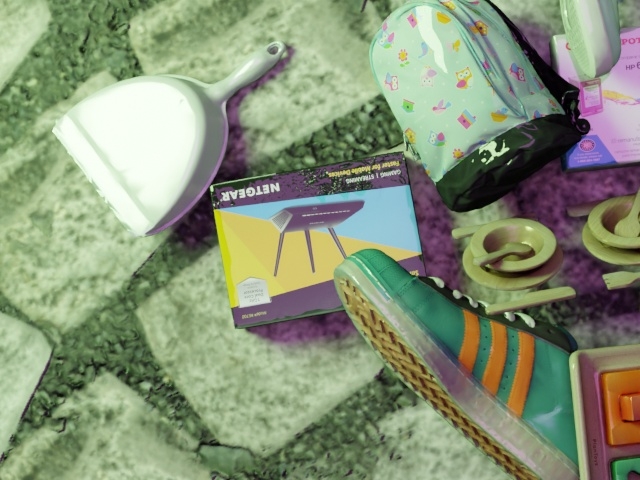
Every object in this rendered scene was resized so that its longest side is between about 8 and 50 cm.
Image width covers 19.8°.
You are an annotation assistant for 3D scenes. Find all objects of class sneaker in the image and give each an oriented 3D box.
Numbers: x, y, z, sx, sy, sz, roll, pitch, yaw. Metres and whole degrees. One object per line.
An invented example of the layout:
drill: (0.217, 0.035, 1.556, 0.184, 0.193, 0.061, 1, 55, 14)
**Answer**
sneaker: (0.282, -0.263, 1.601, 0.151, 0.094, 0.256, -1, 68, 2)
sneaker: (0.144, 0.098, 1.611, 0.302, 0.108, 0.121, 44, 75, -11)

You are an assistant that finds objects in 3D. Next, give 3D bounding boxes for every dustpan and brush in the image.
dustpan and brush: (-0.119, -0.116, 1.671, 0.211, 0.060, 0.147, -41, 73, 8)

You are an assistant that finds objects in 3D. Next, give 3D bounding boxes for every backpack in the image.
backpack: (0.128, -0.133, 1.609, 0.152, 0.115, 0.182, -34, 77, 28)

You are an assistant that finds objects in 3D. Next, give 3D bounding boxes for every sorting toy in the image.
sorting toy: (0.311, 0.175, 1.590, 0.196, 0.047, 0.348, -5, 88, -23)

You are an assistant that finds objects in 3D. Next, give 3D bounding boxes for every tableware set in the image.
tableware set: (0.218, -0.006, 1.596, 0.194, 0.128, 0.039, -12, 126, -6)

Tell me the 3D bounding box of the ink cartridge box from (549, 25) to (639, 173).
ink cartridge box: (0.255, -0.127, 1.643, 0.088, 0.052, 0.123, -6, 86, 4)

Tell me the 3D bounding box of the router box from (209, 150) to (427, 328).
router box: (0.000, 0.000, 1.657, 0.178, 0.046, 0.133, -11, 88, 3)
